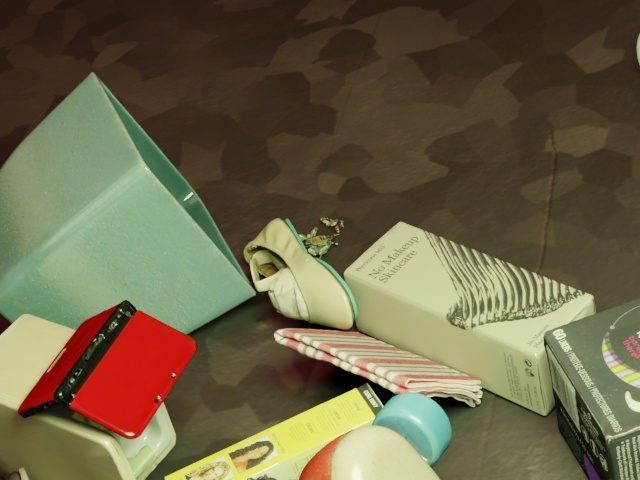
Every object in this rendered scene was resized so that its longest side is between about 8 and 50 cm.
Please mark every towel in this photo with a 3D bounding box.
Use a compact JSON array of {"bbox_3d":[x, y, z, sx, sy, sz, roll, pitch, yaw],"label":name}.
[{"bbox_3d":[0.061,0.134,1.598,0.197,0.029,0.144,19,6,39],"label":"towel"}]

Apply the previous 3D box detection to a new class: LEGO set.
[{"bbox_3d":[0.003,0.000,1.862,0.054,0.023,0.083,20,37,35],"label":"LEGO set"}]

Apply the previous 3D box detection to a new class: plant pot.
[{"bbox_3d":[-0.274,0.003,1.783,0.252,0.247,0.248,-37,39,1],"label":"plant pot"}]

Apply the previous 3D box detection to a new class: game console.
[{"bbox_3d":[-0.218,0.141,1.522,0.124,0.085,0.144,-25,24,43],"label":"game console"}]

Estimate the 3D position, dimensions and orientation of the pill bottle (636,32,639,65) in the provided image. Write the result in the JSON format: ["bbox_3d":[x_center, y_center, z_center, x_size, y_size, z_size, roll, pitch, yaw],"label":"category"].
[{"bbox_3d":[0.524,-0.275,1.928,0.216,0.121,0.121,-34,41,-20],"label":"pill bottle"}]

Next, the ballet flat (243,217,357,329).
[{"bbox_3d":[-0.033,0.049,1.754,0.086,0.086,0.248,-24,26,-10],"label":"ballet flat"}]

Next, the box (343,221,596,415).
[{"bbox_3d":[0.165,0.081,1.638,0.275,0.094,0.113,22,51,38],"label":"box"}]

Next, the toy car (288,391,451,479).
[{"bbox_3d":[0.015,0.293,1.400,0.238,0.210,0.219,-25,13,38],"label":"toy car"}]

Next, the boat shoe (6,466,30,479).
[{"bbox_3d":[-0.315,0.319,1.533,0.065,0.075,0.206,-16,42,-5],"label":"boat shoe"}]

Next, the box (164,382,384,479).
[{"bbox_3d":[-0.036,0.237,1.525,0.232,0.087,0.058,-25,36,-10],"label":"box"}]

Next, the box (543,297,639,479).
[{"bbox_3d":[0.376,0.142,1.446,0.270,0.143,0.165,-19,38,-5],"label":"box"}]

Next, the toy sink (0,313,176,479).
[{"bbox_3d":[-0.250,0.194,1.601,0.234,0.153,0.131,14,47,35],"label":"toy sink"}]
